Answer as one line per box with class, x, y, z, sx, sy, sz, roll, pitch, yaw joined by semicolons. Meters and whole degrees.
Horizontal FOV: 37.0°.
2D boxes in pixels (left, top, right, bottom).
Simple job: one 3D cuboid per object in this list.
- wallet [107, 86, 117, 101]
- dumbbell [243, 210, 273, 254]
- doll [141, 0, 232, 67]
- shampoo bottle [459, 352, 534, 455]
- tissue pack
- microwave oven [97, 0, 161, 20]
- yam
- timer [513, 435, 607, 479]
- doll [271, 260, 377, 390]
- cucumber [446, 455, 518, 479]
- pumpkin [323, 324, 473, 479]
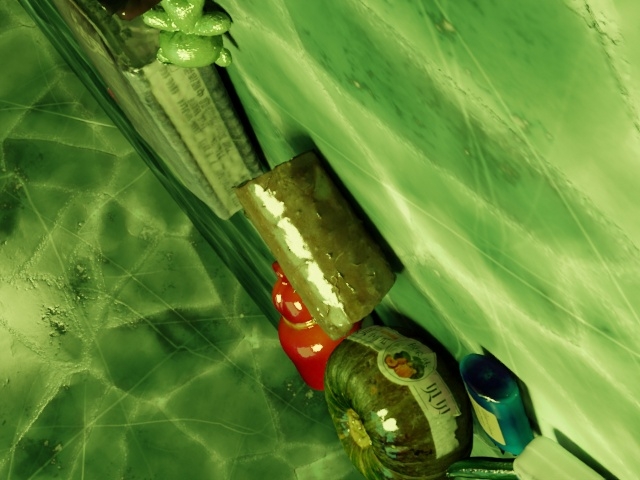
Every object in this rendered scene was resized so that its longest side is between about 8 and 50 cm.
wallet;-0.270;-0.215;1.692;0.232;0.119;0.025;45;131;29
dumbbell;-0.094;-0.022;1.779;0.118;0.046;0.052;56;164;-27
doll;-0.154;-0.269;1.126;0.115;0.077;0.150;10;145;12
shampoo bottle;0.224;0.213;1.196;0.087;0.050;0.183;39;165;39
tissue pack;-0.237;-0.234;1.421;0.288;0.124;0.394;45;169;28
microwave oven;-0.171;-0.308;0.713;0.247;0.178;0.188;41;168;43
yam;-0.002;0.001;1.224;0.238;0.128;0.129;57;-157;-7
timer;0.333;0.348;1.093;0.253;0.078;0.178;34;160;46
doll;0.017;0.166;1.630;0.363;0.160;0.182;57;170;-29
cucumber;0.240;0.302;1.265;0.184;0.033;0.036;-10;167;41
pumpkin;0.126;0.246;1.417;0.260;0.189;0.260;48;148;44
